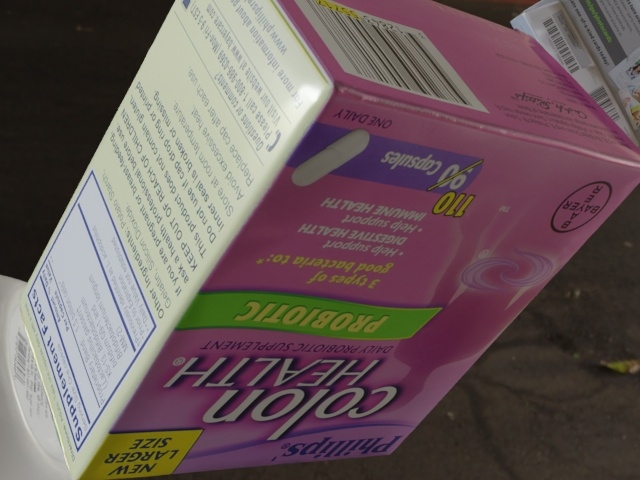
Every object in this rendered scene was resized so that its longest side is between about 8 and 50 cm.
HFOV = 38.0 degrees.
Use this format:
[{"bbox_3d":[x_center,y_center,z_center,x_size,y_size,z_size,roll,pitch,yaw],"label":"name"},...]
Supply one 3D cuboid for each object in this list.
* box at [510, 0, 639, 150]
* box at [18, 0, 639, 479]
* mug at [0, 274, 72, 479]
[{"bbox_3d":[0.269,-0.163,0.745,0.186,0.145,0.038,-31,5,-3],"label":"box"},{"bbox_3d":[0.000,0.000,0.474,0.214,0.243,0.117,7,41,-41],"label":"box"},{"bbox_3d":[-0.373,0.189,0.749,0.328,0.276,0.374,-17,35,5],"label":"mug"}]
